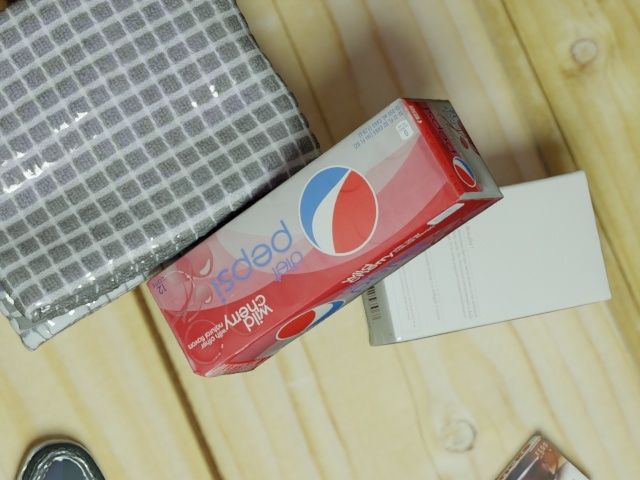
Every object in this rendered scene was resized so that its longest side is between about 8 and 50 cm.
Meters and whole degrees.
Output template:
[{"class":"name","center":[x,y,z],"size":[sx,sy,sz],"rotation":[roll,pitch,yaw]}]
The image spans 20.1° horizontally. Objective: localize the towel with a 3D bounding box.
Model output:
[{"class":"towel","center":[-0.168,-0.083,1.381],"size":[0.283,0.121,0.235],"rotation":[-31,90,-12]}]

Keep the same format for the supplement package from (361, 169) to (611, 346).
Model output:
[{"class":"supplement package","center":[0.124,0.016,1.435],"size":[0.179,0.105,0.105],"rotation":[-11,86,-10]}]

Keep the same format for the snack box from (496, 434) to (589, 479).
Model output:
[{"class":"snack box","center":[0.142,0.245,1.459],"size":[0.064,0.022,0.178],"rotation":[43,79,-6]}]

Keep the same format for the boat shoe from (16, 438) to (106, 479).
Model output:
[{"class":"boat shoe","center":[-0.191,0.278,1.363],"size":[0.095,0.079,0.254],"rotation":[2,84,-10]}]

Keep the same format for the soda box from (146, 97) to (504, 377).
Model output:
[{"class":"soda box","center":[0.000,0.000,1.345],"size":[0.263,0.083,0.092],"rotation":[-36,76,26]}]
